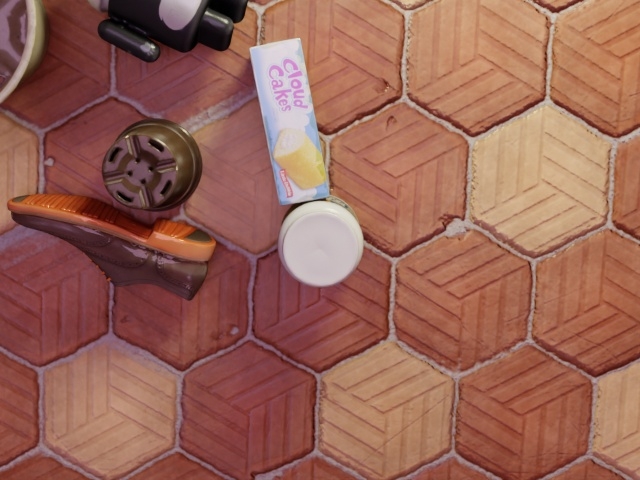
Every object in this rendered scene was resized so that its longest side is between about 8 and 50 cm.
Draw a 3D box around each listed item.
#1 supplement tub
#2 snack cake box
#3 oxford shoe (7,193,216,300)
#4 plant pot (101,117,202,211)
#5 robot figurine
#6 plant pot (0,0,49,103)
[{"bbox_3d":[0.000,0.000,1.676,0.144,0.199,0.144,0,98,-1],"label":"supplement tub"},{"bbox_3d":[-0.052,-0.201,1.671,0.089,0.152,0.264,-11,99,1],"label":"snack cake box"},{"bbox_3d":[-0.374,0.012,1.717,0.364,0.130,0.132,17,106,-1],"label":"oxford shoe"},{"bbox_3d":[-0.294,-0.122,1.675,0.167,0.165,0.167,0,99,1],"label":"plant pot"},{"bbox_3d":[-0.261,-0.418,1.632,0.278,0.209,0.173,25,128,-5],"label":"robot figurine"},{"bbox_3d":[-0.578,-0.346,1.570,0.334,0.305,0.333,0,99,0],"label":"plant pot"}]
